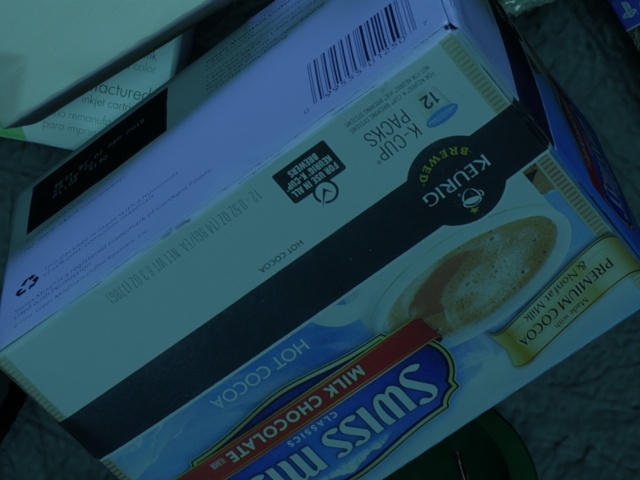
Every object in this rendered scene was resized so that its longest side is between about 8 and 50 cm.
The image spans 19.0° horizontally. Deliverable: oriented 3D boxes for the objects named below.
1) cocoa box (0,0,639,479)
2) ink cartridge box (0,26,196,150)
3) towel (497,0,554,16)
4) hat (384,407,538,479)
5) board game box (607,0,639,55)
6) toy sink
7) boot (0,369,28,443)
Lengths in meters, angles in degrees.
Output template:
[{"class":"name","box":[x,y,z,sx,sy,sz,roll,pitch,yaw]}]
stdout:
[{"class":"cocoa box","box":[0.000,0.000,1.216,0.347,0.231,0.228,-35,115,14]},{"class":"ink cartridge box","box":[-0.178,-0.244,1.357,0.207,0.119,0.353,10,92,0]},{"class":"towel","box":[0.106,-0.222,1.334,0.282,0.049,0.187,-17,50,9]},{"class":"hat","box":[0.089,0.240,1.424,0.173,0.183,0.208,-24,50,-6]},{"class":"board game box","box":[0.374,-0.104,1.291,0.141,0.232,0.291,-31,92,-29]},{"class":"toy sink","box":[-0.136,-0.197,1.235,0.234,0.131,0.153,-32,93,5]},{"class":"boot","box":[-0.387,0.132,1.364,0.260,0.131,0.348,40,92,-2]}]
